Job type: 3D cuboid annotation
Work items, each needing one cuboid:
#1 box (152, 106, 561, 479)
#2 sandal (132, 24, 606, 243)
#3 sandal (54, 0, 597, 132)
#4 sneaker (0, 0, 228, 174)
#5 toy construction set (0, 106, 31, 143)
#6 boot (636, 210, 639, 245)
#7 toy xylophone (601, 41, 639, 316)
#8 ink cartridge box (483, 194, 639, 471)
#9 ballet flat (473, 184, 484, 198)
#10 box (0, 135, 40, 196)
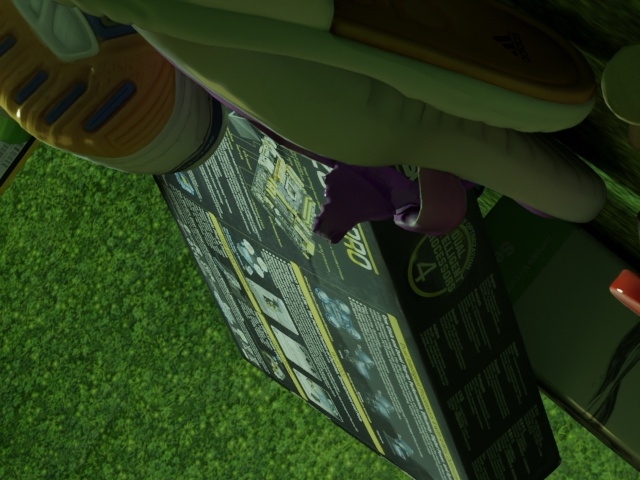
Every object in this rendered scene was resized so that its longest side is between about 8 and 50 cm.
[{"bbox_3d":[0.000,0.000,1.394,0.318,0.097,0.395,33,154,45],"label":"box"},{"bbox_3d":[0.012,-0.056,0.900,0.169,0.102,0.416,43,-168,24],"label":"sandal"},{"bbox_3d":[-0.005,-0.114,0.679,0.265,0.076,0.102,14,-148,-23],"label":"sandal"},{"bbox_3d":[-0.149,-0.149,0.939,0.296,0.112,0.131,61,-169,19],"label":"sneaker"},{"bbox_3d":[-0.163,-0.104,1.148,0.237,0.309,0.257,31,-170,-15],"label":"toy construction set"},{"bbox_3d":[0.223,0.031,1.006,0.106,0.037,0.114,50,170,-29],"label":"boot"},{"bbox_3d":[0.189,0.037,0.706,0.236,0.081,0.323,36,180,15],"label":"toy xylophone"},{"bbox_3d":[0.229,0.088,1.493,0.273,0.115,0.198,40,179,10],"label":"ink cartridge box"},{"bbox_3d":[0.028,-0.084,1.470,0.096,0.095,0.280,19,-169,-40],"label":"ballet flat"},{"bbox_3d":[-0.264,-0.190,1.557,0.079,0.257,0.322,34,-179,-30],"label":"box"}]
